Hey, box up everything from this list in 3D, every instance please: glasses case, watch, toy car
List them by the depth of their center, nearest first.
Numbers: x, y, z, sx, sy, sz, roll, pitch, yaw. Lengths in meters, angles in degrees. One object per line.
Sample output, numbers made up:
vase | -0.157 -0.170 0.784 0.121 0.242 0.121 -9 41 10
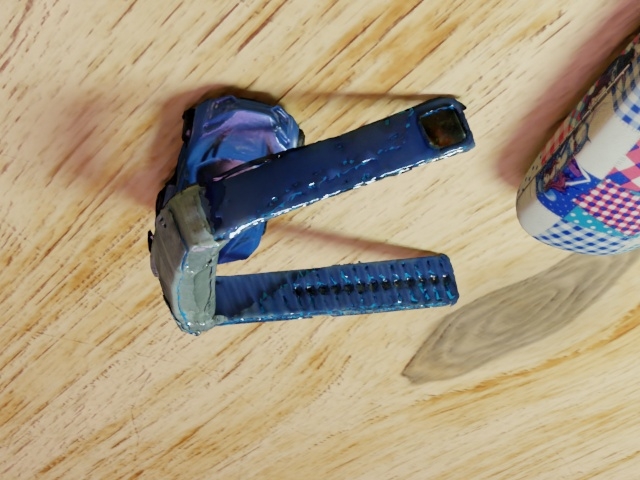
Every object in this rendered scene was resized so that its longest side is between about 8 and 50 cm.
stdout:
glasses case | 0.260 -0.081 1.246 0.125 0.076 0.327 14 147 -14
toy car | -0.080 -0.046 1.355 0.103 0.063 0.216 10 149 -11
watch | -0.005 0.008 1.364 0.275 0.068 0.276 -21 150 -10
